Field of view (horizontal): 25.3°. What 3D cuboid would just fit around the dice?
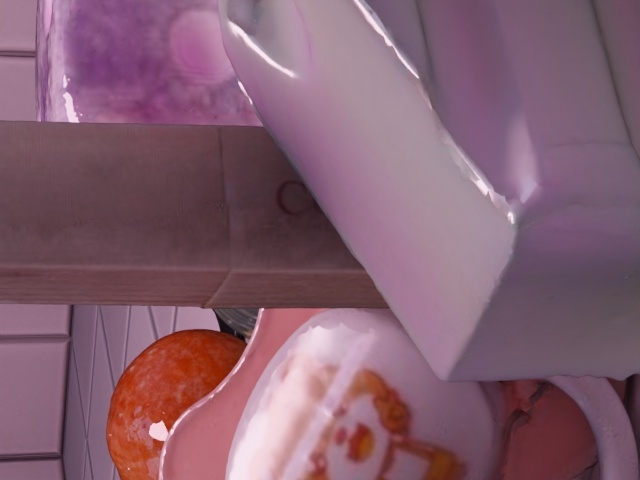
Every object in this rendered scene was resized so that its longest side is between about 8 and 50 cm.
[{"bbox_3d":[-0.143,-0.163,1.425,0.271,0.270,0.270,158,110,-73],"label":"dice"}]

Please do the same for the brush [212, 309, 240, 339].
[{"bbox_3d":[-0.124,0.098,1.820,0.193,0.016,0.062,-132,45,-66],"label":"brush"}]

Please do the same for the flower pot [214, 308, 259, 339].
[{"bbox_3d":[0.000,0.000,1.047,0.243,0.189,0.157,44,-131,-75],"label":"flower pot"}]

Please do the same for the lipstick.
[{"bbox_3d":[0.007,-0.009,0.709,0.080,0.372,0.076,135,133,-68],"label":"lipstick"}]

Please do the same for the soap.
[{"bbox_3d":[0.083,-0.167,0.651,0.156,0.261,0.446,112,152,-59],"label":"soap"}]

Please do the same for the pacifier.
[{"bbox_3d":[0.043,0.117,0.869,0.332,0.220,0.273,-62,21,11],"label":"pacifier"}]

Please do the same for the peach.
[{"bbox_3d":[-0.114,0.207,1.470,0.232,0.233,0.232,180,90,-74],"label":"peach"}]
